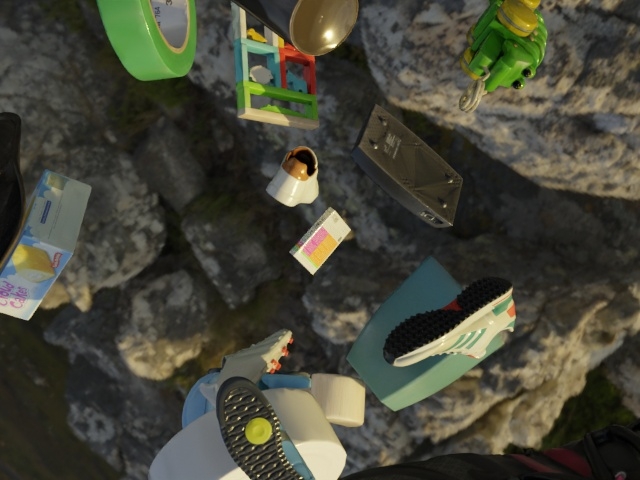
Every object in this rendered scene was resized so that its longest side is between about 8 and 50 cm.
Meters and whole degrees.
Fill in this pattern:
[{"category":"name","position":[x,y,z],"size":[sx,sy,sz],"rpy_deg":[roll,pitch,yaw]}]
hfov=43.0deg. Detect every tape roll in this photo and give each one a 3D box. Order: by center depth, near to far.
[{"category":"tape roll","position":[-0.108,0.345,1.211],"size":[0.100,0.286,0.286],"rpy_deg":[57,146,33]},{"category":"tape roll","position":[-0.308,-0.451,1.452],"size":[0.077,0.321,0.321],"rpy_deg":[-5,123,9]}]

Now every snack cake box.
[{"category":"snack cake box","position":[-0.509,0.013,1.459],"size":[0.089,0.152,0.264],"rpy_deg":[22,138,-24]}]

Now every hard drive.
[{"category":"hard drive","position":[0.174,-0.146,1.648],"size":[0.254,0.172,0.054],"rpy_deg":[38,133,-16]}]

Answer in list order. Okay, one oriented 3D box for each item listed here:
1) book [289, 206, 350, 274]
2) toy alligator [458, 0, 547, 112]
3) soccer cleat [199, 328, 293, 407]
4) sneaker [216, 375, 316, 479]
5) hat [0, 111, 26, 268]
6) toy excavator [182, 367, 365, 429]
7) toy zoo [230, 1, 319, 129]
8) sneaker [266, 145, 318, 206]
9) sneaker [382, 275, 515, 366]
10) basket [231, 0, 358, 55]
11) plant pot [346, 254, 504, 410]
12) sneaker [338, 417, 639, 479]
[{"category":"book","position":[0.000,0.000,1.939],"size":[0.035,0.144,0.096],"rpy_deg":[39,174,38]},{"category":"toy alligator","position":[0.133,-0.131,0.575],"size":[0.051,0.190,0.056],"rpy_deg":[31,132,-8]},{"category":"soccer cleat","position":[-0.114,0.195,1.303],"size":[0.076,0.196,0.068],"rpy_deg":[31,133,14]},{"category":"sneaker","position":[-0.066,0.250,0.974],"size":[0.209,0.069,0.082],"rpy_deg":[61,173,-13]},{"category":"hat","position":[-0.410,-0.003,0.780],"size":[0.134,0.331,0.331],"rpy_deg":[23,150,-38]},{"category":"toy excavator","position":[-0.103,0.352,1.648],"size":[0.432,0.222,0.445],"rpy_deg":[0,162,12]},{"category":"toy zoo","position":[-0.093,-0.383,1.669],"size":[0.030,0.192,0.293],"rpy_deg":[-14,76,48]},{"category":"sneaker","position":[-0.038,-0.157,1.880],"size":[0.106,0.290,0.123],"rpy_deg":[31,103,0]},{"category":"sneaker","position":[0.144,0.105,0.863],"size":[0.057,0.161,0.075],"rpy_deg":[30,145,58]},{"category":"basket","position":[-0.054,-0.409,1.320],"size":[0.227,0.204,0.154],"rpy_deg":[49,119,37]},{"category":"plant pot","position":[0.176,0.183,1.443],"size":[0.166,0.234,0.165],"rpy_deg":[48,180,27]},{"category":"sneaker","position":[0.179,0.186,0.536],"size":[0.202,0.482,0.185],"rpy_deg":[-55,50,37]}]
